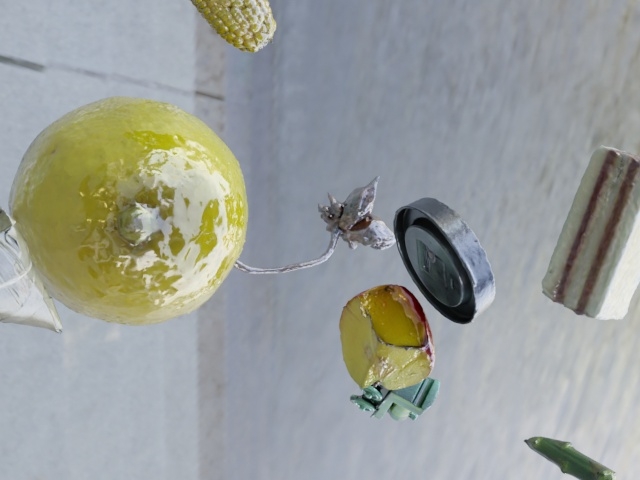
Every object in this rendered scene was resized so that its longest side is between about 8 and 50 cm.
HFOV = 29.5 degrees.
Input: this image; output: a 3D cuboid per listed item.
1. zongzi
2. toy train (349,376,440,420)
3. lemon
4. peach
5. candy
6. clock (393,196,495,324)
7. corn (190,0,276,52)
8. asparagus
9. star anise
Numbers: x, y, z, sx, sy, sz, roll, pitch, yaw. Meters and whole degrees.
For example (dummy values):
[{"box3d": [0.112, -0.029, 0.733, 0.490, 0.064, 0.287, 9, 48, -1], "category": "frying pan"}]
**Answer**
[{"box3d": [-0.351, 0.080, 1.212, 0.189, 0.081, 0.178, -48, 132, -35], "category": "zongzi"}, {"box3d": [0.131, 0.278, 2.197, 0.083, 0.132, 0.200, -60, 175, -20], "category": "toy train"}, {"box3d": [-0.265, -0.039, 1.738, 0.364, 0.364, 0.364, -32, 131, -45], "category": "lemon"}, {"box3d": [0.092, 0.137, 1.727, 0.118, 0.151, 0.151, -70, 157, -48], "category": "peach"}, {"box3d": [0.541, -0.013, 2.275, 0.179, 0.135, 0.320, -3, 114, -57], "category": "candy"}, {"box3d": [0.168, 0.026, 1.655, 0.040, 0.184, 0.184, -30, 133, -19], "category": "clock"}, {"box3d": [-0.170, -0.380, 1.618, 0.313, 0.102, 0.102, 45, 65, -20], "category": "corn"}, {"box3d": [0.224, 0.197, 1.079, 0.021, 0.108, 0.025, -9, 112, -36], "category": "asparagus"}, {"box3d": [0.000, 0.000, 1.933, 0.227, 0.219, 0.148, -59, 172, -41], "category": "star anise"}]
